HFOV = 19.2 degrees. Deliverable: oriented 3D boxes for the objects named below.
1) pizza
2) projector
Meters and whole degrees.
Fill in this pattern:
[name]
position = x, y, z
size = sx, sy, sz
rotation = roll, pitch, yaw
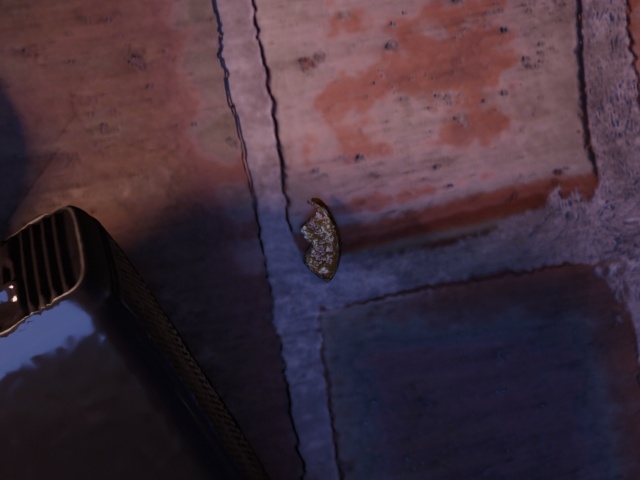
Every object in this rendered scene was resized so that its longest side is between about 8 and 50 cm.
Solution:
[pizza]
position = 0.000, 0.000, 1.710
size = 0.037, 0.016, 0.083
rotation = -10, 108, -5
[projector]
position = -0.258, 0.234, 1.601
size = 0.395, 0.242, 0.405
rotation = -30, 114, 2
